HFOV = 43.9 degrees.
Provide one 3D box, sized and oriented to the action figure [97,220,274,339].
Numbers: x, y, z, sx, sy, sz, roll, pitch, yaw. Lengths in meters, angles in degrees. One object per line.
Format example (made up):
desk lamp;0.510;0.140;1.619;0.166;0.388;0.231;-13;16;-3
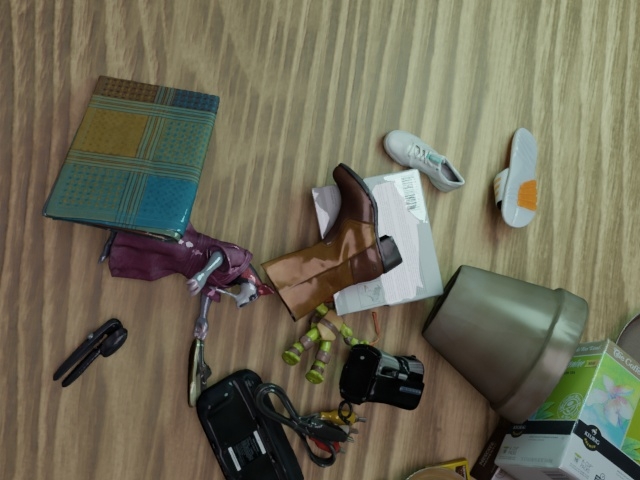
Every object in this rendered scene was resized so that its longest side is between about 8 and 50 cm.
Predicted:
action figure;-0.265;0.032;1.688;0.370;0.248;0.276;21;58;-12

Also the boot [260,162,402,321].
boot;0.000;0.000;1.716;0.280;0.096;0.264;-26;98;-7

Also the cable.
cable;-0.039;0.409;1.770;0.287;0.072;0.139;28;98;-18

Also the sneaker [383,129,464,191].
sneaker;0.246;-0.190;1.833;0.212;0.094;0.080;32;84;-12

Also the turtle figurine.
turtle figurine;0.001;0.194;1.773;0.269;0.087;0.217;48;59;-22

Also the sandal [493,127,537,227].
sandal;0.465;-0.143;1.905;0.102;0.076;0.265;27;63;-27

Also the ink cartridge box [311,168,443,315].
ink cartridge box;0.125;0.004;1.805;0.261;0.066;0.296;-11;87;-14

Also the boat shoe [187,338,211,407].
boat shoe;-0.263;0.289;1.733;0.049;0.056;0.152;3;99;-19

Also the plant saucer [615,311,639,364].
plant saucer;0.862;0.314;2.013;0.310;0.050;0.311;0;90;-13

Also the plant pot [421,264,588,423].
plant pot;0.395;0.202;1.789;0.280;0.323;0.323;30;83;5

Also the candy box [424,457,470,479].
candy box;0.311;0.630;1.888;0.105;0.027;0.206;-8;92;-10

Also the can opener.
can opener;-0.488;0.235;1.673;0.186;0.073;0.059;-38;107;-2

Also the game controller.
game controller;-0.152;0.449;1.742;0.166;0.067;0.319;-25;96;-25

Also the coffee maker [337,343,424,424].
coffee maker;0.132;0.325;1.773;0.178;0.120;0.171;23;106;-43

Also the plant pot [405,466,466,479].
plant pot;0.264;0.642;1.819;0.236;0.032;0.236;6;71;-19

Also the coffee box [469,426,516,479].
coffee box;0.504;0.571;1.898;0.246;0.098;0.141;34;81;-13

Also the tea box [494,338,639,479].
tea box;0.629;0.449;1.785;0.329;0.220;0.323;37;63;-15

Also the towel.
towel;-0.369;-0.171;1.600;0.271;0.040;0.370;11;57;-2
